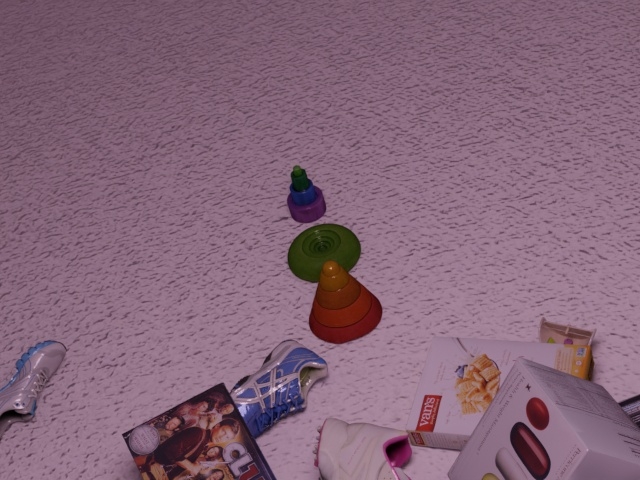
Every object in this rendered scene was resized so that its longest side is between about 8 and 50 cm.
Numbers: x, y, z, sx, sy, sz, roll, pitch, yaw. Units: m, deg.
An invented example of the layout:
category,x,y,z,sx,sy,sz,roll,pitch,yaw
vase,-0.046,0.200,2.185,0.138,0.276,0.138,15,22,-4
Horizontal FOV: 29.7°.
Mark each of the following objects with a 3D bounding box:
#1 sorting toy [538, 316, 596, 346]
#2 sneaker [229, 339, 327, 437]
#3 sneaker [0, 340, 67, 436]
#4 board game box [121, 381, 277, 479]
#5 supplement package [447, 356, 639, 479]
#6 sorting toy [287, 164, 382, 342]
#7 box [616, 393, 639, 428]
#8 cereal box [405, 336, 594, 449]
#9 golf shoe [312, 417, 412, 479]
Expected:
category,x,y,z,sx,sy,sz,roll,pitch,yaw
sorting toy,0.357,0.161,1.779,0.083,0.045,0.075,12,58,27
sneaker,-0.072,0.233,1.806,0.081,0.080,0.211,17,53,35
sneaker,-0.470,0.244,1.939,0.083,0.071,0.191,32,69,32
board game box,-0.152,0.339,1.690,0.165,0.042,0.243,-27,63,-11
supplement package,0.292,0.290,1.487,0.149,0.194,0.203,19,18,-24
sorting toy,0.000,0.000,1.996,0.127,0.126,0.365,-18,43,-1
box,0.565,0.281,1.517,0.395,0.097,0.318,-20,33,-4
cereal box,0.256,0.221,1.724,0.240,0.047,0.173,1,48,24
golf shoe,0.056,0.363,1.609,0.140,0.115,0.306,-3,46,9
